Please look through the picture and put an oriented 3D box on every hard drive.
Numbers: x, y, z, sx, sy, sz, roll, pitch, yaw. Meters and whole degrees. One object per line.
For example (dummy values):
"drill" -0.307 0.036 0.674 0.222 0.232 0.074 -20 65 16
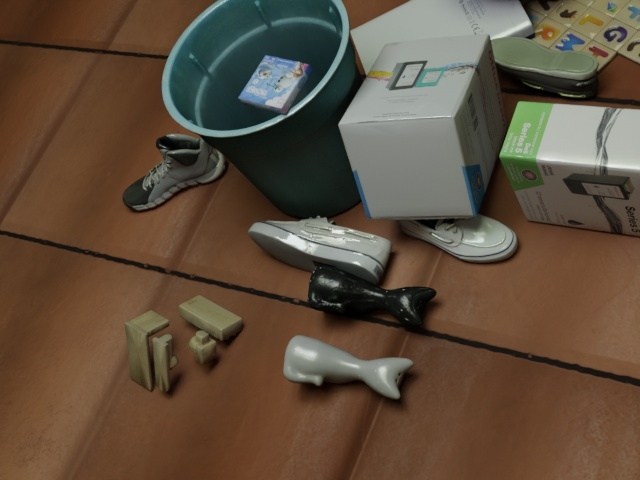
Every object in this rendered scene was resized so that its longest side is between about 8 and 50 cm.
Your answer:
"hard drive" 0.230 -0.403 1.995 0.319 0.040 0.210 -25 51 11

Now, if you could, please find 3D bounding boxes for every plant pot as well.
"plant pot" -0.049 -0.227 1.833 0.341 0.334 0.341 -13 54 19

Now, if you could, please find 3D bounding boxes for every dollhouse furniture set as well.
"dollhouse furniture set" -0.242 0.194 1.846 0.144 0.123 0.151 25 37 35

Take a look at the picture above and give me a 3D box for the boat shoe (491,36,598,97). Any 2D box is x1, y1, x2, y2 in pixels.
"boat shoe" 0.389 -0.307 1.843 0.228 0.068 0.081 22 59 35

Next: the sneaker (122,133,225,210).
"sneaker" -0.314 -0.150 2.039 0.229 0.132 0.086 -23 52 10

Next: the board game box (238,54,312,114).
"board game box" -0.071 -0.248 1.630 0.090 0.020 0.090 17 69 33

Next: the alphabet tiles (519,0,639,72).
"alphabet tiles" 0.520 -0.451 1.913 0.285 0.011 0.342 -44 51 -7

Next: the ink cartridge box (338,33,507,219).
"ink cartridge box" 0.183 -0.193 1.734 0.197 0.198 0.270 -1 37 25

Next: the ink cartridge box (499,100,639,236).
"ink cartridge box" 0.443 -0.108 1.603 0.273 0.198 0.114 9 64 31

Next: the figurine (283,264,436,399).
"figurine" 0.067 0.155 1.690 0.210 0.092 0.214 7 64 25

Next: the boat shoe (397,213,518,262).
"boat shoe" 0.219 -0.022 1.734 0.226 0.076 0.083 13 66 32

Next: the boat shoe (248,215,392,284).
"boat shoe" 0.000 0.000 1.815 0.268 0.096 0.088 14 62 31
